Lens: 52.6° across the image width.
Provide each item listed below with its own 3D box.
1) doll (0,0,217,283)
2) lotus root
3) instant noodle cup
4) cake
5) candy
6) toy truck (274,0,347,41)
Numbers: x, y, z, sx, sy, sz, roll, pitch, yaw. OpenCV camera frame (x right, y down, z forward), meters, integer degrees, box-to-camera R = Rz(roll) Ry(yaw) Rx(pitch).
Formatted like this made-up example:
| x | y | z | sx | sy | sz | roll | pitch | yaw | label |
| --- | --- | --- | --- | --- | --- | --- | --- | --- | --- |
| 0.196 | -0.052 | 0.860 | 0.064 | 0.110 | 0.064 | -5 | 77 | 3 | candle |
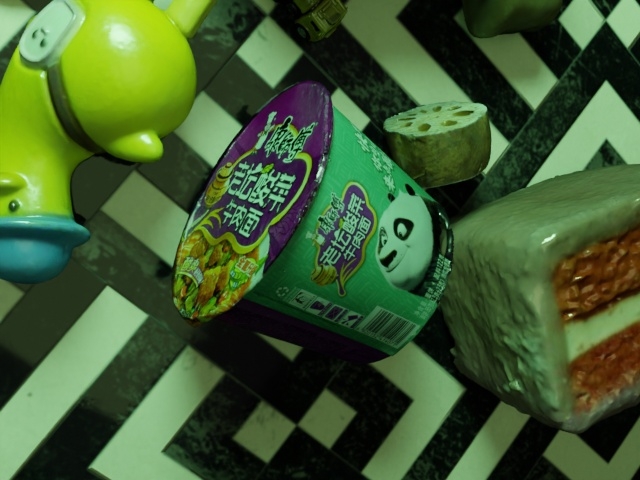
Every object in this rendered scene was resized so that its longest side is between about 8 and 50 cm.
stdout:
| x | y | z | sx | sy | sz | roll | pitch | yaw | label |
| --- | --- | --- | --- | --- | --- | --- | --- | --- | --- |
| -0.225 | -0.121 | 0.603 | 0.199 | 0.145 | 0.363 | 37 | 92 | 20 | doll |
| 0.136 | -0.109 | 0.736 | 0.122 | 0.112 | 0.081 | -20 | 108 | -18 | lotus root |
| 0.000 | 0.000 | 0.639 | 0.190 | 0.251 | 0.251 | 30 | 85 | -29 | instant noodle cup |
| 0.311 | 0.052 | 0.757 | 0.308 | 0.230 | 0.237 | -19 | 100 | -17 | cake |
| 0.216 | -0.358 | 0.746 | 0.104 | 0.102 | 0.234 | -13 | 98 | -18 | candy |
| -0.011 | -0.258 | 0.697 | 0.049 | 0.054 | 0.083 | -46 | 109 | -10 | toy truck |
